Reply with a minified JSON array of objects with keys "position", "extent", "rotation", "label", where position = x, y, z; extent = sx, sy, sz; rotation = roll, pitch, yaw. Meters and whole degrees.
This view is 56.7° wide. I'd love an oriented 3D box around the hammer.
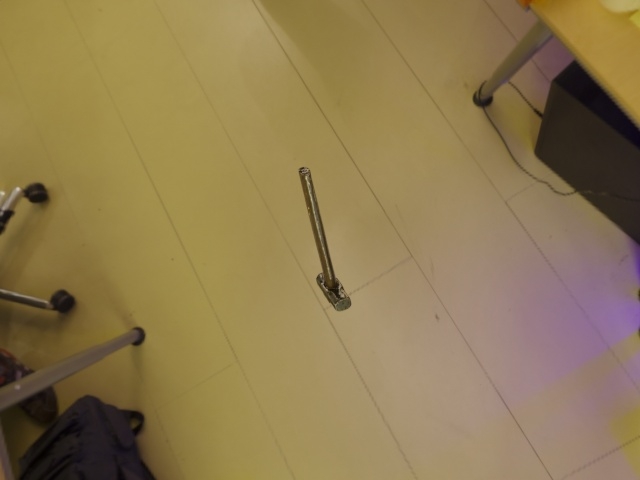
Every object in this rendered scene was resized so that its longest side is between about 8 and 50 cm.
[{"position":[0.000,0.000,1.281],"extent":[0.043,0.365,0.111],"rotation":[-24,41,-11],"label":"hammer"}]
